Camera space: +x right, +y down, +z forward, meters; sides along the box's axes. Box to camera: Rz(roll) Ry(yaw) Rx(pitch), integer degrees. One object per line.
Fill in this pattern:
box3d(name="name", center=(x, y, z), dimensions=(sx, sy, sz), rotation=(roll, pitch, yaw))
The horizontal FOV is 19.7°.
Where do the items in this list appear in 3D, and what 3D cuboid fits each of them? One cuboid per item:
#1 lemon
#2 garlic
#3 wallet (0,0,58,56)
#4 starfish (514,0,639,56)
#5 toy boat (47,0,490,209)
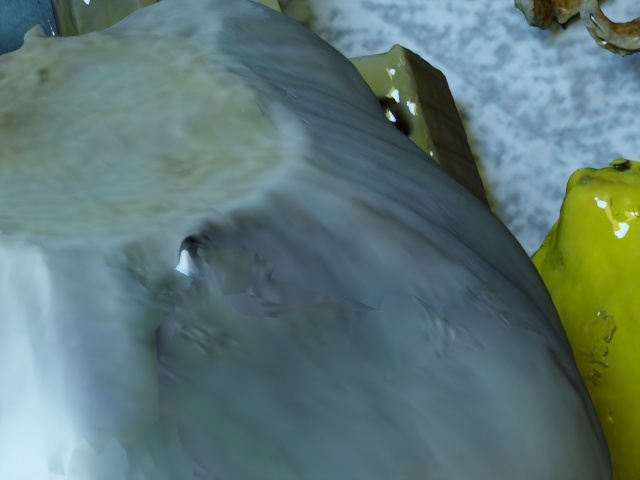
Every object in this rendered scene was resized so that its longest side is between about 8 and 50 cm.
box3d(name="lemon", center=(0.149, 0.053, 0.665), dimensions=(0.173, 0.206, 0.173), rotation=(-27, 29, 16))
box3d(name="garlic", center=(-0.057, 0.077, 0.550), dimensions=(0.317, 0.317, 0.259), rotation=(13, 119, 19))
box3d(name="wallet", center=(-0.234, -0.199, 0.832), dimensions=(0.054, 0.251, 0.290), rotation=(-35, 68, 27))
box3d(name="starfish", center=(0.169, -0.169, 0.819), dimensions=(0.150, 0.053, 0.210), rotation=(23, 78, 8))
box3d(name="toy boat", center=(0.000, 0.000, 0.766), dimensions=(0.162, 0.136, 0.446), rotation=(-13, 71, -15))
